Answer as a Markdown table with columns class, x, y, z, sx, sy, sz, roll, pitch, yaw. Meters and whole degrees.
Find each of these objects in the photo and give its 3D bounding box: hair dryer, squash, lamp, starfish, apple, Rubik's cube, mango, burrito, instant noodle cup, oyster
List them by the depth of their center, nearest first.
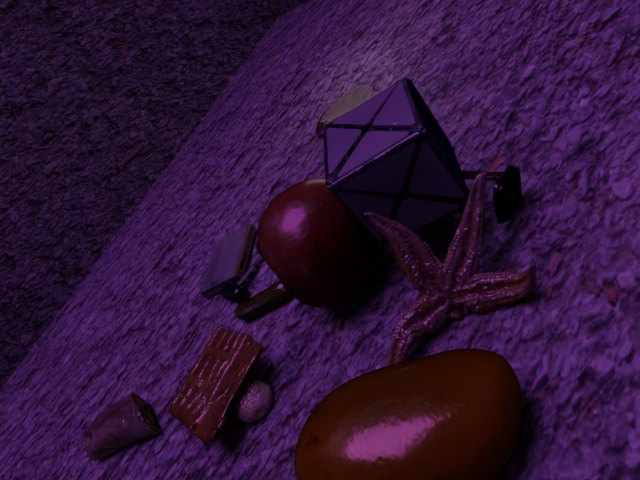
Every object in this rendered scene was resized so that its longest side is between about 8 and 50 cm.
| class | x | y | z | sx | sy | sz | roll | pitch | yaw |
| --- | --- | --- | --- | --- | --- | --- | --- | --- | --- |
| mango | 0.158 | 0.354 | 1.068 | 0.445 | 0.232 | 0.300 | -30 | 28 | 10 |
| starfish | 0.265 | 0.082 | 1.266 | 0.397 | 0.384 | 0.132 | -20 | -3 | 28 |
| Rubik's cube | 0.177 | -0.179 | 1.392 | 0.254 | 0.259 | 0.260 | -29 | 39 | 23 |
| lamp | 0.330 | -0.081 | 1.427 | 0.283 | 0.125 | 0.203 | -7 | 30 | 46 |
| oyster | 0.263 | 0.034 | 1.484 | 0.165 | 0.053 | 0.109 | -5 | 62 | 40 |
| apple | 0.000 | 0.000 | 1.563 | 0.276 | 0.348 | 0.348 | -37 | 31 | 5 |
| squash | -0.172 | 0.184 | 1.823 | 0.228 | 0.066 | 0.066 | -30 | 34 | 26 |
| burrito | -0.627 | 0.577 | 1.876 | 0.347 | 0.107 | 0.175 | -30 | 47 | 28 |
| hair dryer | -0.247 | 0.125 | 2.005 | 0.100 | 0.057 | 0.198 | 2 | 49 | 49 |
| instant noodle cup | 0.112 | -0.454 | 2.209 | 0.274 | 0.091 | 0.274 | -30 | 33 | 23 |

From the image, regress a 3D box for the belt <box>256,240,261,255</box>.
| class | x | y | z | sx | sy | sz | roll | pitch | yaw |
| --- | --- | --- | --- | --- | --- | --- | --- | --- | --- |
| belt | -0.121 | -0.014 | 1.932 | 0.200 | 0.128 | 0.124 | -30 | 34 | 31 |

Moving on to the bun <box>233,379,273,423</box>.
| class | x | y | z | sx | sy | sz | roll | pitch | yaw |
| --- | --- | --- | --- | --- | --- | --- | --- | --- | --- |
| bun | -0.181 | 0.418 | 1.549 | 0.115 | 0.069 | 0.115 | -29 | 36 | 24 |

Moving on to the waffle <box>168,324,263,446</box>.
| class | x | y | z | sx | sy | sz | roll | pitch | yaw |
| --- | --- | --- | --- | --- | --- | --- | --- | --- | --- |
| waffle | -0.297 | 0.392 | 1.644 | 0.304 | 0.077 | 0.348 | -59 | 18 | -18 |

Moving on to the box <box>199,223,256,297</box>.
| class | x | y | z | sx | sy | sz | roll | pitch | yaw |
| --- | --- | --- | --- | --- | --- | --- | --- | --- | --- |
| box | -0.340 | 0.075 | 2.173 | 0.210 | 0.045 | 0.270 | -27 | 35 | 28 |
